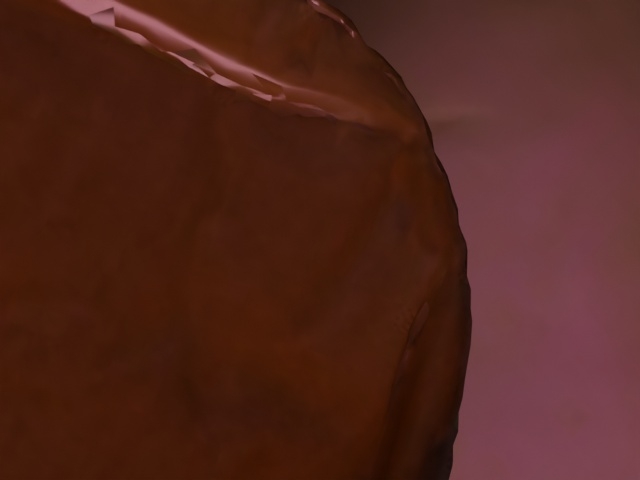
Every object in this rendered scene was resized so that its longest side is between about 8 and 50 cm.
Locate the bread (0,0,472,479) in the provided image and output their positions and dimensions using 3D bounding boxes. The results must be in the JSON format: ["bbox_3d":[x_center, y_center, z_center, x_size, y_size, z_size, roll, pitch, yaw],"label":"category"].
[{"bbox_3d":[-0.119,-0.002,0.383,0.288,0.204,0.156,20,172,-26],"label":"bread"}]

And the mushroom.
[{"bbox_3d":[-0.010,0.007,0.637,0.325,0.353,0.353,3,165,-31],"label":"mushroom"}]
